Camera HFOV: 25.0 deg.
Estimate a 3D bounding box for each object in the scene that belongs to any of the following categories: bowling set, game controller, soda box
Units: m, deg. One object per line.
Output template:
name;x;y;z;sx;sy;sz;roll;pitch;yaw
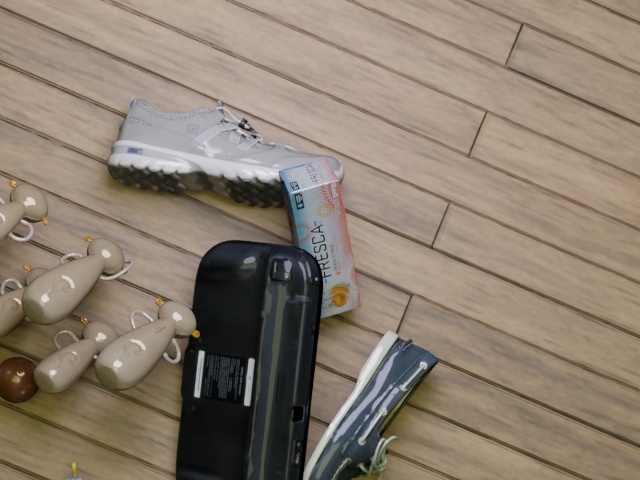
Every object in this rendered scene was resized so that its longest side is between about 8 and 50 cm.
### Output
bowling set;-0.307;0.083;1.671;0.287;0.200;0.154;46;41;3
game controller;-0.085;0.161;1.659;0.166;0.067;0.319;6;89;38
soda box;0.000;0.000;1.684;0.063;0.058;0.183;-15;123;-8

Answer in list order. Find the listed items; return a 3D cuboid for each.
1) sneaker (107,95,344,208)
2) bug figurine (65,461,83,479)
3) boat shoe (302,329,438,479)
sneaker;-0.107;-0.114;1.719;0.281;0.105;0.115;9;72;-7
bug figurine;-0.368;0.372;1.637;0.279;0.072;0.216;-7;82;-7
boat shoe;0.052;0.229;1.689;0.079;0.095;0.254;28;71;11
